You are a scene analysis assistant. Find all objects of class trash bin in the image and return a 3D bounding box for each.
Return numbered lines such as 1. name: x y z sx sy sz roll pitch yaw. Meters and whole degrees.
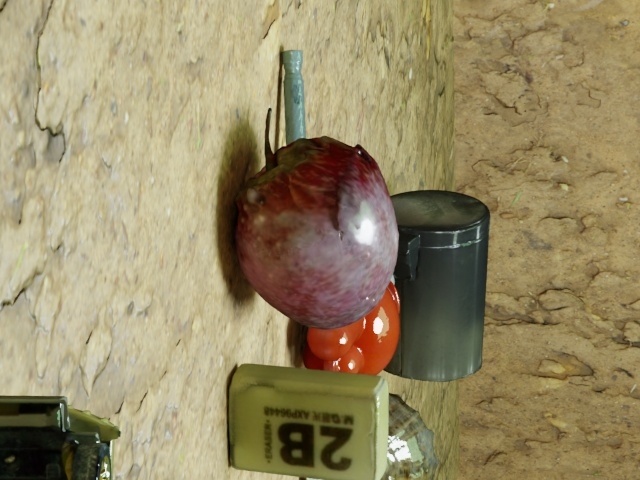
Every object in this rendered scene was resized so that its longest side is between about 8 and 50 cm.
1. trash bin: 0.193 0.084 2.407 0.252 0.203 0.301 -35 130 -52

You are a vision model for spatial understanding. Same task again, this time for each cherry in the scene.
1. cherry: 0.000 0.000 1.483 0.192 0.175 0.249 -87 166 -53

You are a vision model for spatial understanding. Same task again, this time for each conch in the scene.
1. conch: 0.108 0.339 2.153 0.291 0.159 0.210 18 77 -76

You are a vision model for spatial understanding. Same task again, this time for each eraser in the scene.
1. eraser: -0.014 0.203 1.484 0.058 0.172 0.117 -50 143 -67

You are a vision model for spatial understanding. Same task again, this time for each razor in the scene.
1. razor: -0.031 -0.113 1.628 0.106 0.068 0.232 7 80 -80

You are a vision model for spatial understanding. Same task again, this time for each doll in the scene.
1. doll: 0.045 0.117 1.864 0.290 0.130 0.161 -43 138 -65

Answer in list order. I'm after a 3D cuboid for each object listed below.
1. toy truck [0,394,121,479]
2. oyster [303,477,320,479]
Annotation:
1. toy truck: -0.179 0.227 0.825 0.157 0.124 0.272 -27 117 -88
2. oyster: 0.005 0.304 1.922 0.121 0.045 0.146 57 45 -76
